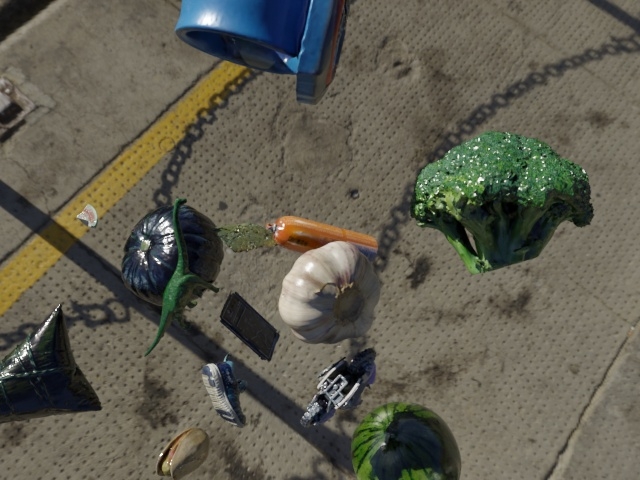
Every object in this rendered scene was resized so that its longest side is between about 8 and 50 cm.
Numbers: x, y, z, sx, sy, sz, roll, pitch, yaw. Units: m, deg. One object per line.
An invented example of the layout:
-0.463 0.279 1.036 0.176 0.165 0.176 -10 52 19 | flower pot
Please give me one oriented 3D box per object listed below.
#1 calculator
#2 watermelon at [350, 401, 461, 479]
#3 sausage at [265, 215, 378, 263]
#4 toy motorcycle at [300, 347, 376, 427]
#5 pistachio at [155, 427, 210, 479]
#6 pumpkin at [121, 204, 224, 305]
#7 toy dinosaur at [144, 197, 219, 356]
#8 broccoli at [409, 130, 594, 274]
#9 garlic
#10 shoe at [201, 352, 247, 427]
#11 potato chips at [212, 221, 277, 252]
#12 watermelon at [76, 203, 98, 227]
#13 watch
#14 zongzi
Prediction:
-0.263 0.322 1.764 0.274 0.028 0.165 47 31 -22 | calculator
0.239 0.597 1.331 0.331 0.189 0.330 -9 49 10 | watermelon
0.000 0.000 1.229 0.312 0.093 0.092 13 71 -29 | sausage
0.064 0.370 1.170 0.239 0.204 0.108 -33 66 7 | toy motorcycle
-0.464 0.726 1.606 0.144 0.215 0.143 3 98 20 | pistachio
-0.510 0.055 1.639 0.364 0.266 0.363 -11 63 23 | pumpkin
-0.456 0.126 1.413 0.087 0.301 0.447 21 69 41 | toy dinosaur
0.299 -0.063 0.809 0.295 0.265 0.245 -11 99 34 | broccoli
-0.005 0.115 1.081 0.245 0.253 0.244 -8 105 -34 | garlic
-0.251 0.426 1.318 0.106 0.092 0.207 -22 95 -38 | shoe
-0.226 -0.009 1.442 0.209 0.026 0.142 21 44 9 | potato chips
-0.761 -0.069 1.531 0.061 0.085 0.085 0 71 -37 | watermelon
-0.092 -0.381 0.819 0.275 0.305 0.241 12 96 -3 | watch
-0.917 0.392 1.486 0.384 0.319 0.361 -6 91 -7 | zongzi
